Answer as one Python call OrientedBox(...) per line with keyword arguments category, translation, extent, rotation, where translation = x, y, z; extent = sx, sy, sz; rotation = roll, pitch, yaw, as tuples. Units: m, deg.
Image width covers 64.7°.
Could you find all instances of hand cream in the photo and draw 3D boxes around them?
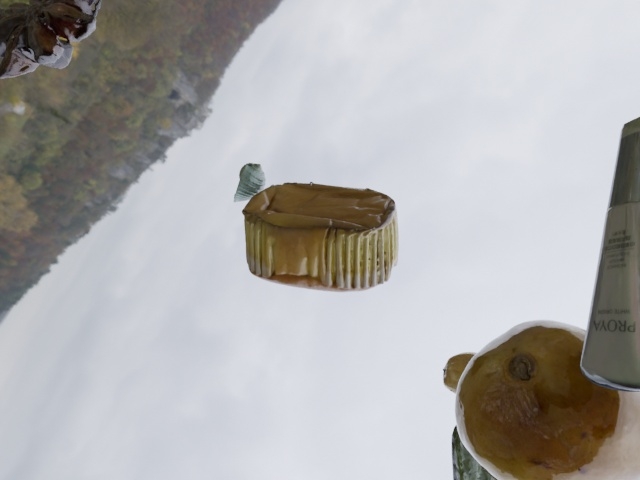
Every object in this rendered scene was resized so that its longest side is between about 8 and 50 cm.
OrientedBox(category="hand cream", translation=(0.286, 0.007, 0.458), extent=(0.079, 0.048, 0.255), rotation=(138, -30, -74))

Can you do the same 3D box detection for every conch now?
OrientedBox(category="conch", translation=(-0.138, -0.110, 0.989), extent=(0.076, 0.056, 0.085), rotation=(-78, -177, -77))

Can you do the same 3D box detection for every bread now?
OrientedBox(category="bread", translation=(0.000, 0.000, 0.929), extent=(0.287, 0.156, 0.204), rotation=(4, -152, 15))

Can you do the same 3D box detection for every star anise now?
OrientedBox(category="star anise", translation=(-0.465, -0.369, 0.882), extent=(0.271, 0.102, 0.272), rotation=(-8, -121, 14))

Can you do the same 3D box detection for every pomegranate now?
OrientedBox(category="pomegranate", translation=(0.285, 0.204, 0.608), extent=(0.233, 0.233, 0.233), rotation=(-41, -151, 29))

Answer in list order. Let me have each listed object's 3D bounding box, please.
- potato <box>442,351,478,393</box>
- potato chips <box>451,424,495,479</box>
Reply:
OrientedBox(category="potato", translation=(0.401, 0.345, 1.286), extent=(0.119, 0.178, 0.109), rotation=(-87, -173, -48))
OrientedBox(category="potato chips", translation=(0.390, 0.455, 0.934), extent=(0.070, 0.358, 0.430), rotation=(-22, -102, 64))
